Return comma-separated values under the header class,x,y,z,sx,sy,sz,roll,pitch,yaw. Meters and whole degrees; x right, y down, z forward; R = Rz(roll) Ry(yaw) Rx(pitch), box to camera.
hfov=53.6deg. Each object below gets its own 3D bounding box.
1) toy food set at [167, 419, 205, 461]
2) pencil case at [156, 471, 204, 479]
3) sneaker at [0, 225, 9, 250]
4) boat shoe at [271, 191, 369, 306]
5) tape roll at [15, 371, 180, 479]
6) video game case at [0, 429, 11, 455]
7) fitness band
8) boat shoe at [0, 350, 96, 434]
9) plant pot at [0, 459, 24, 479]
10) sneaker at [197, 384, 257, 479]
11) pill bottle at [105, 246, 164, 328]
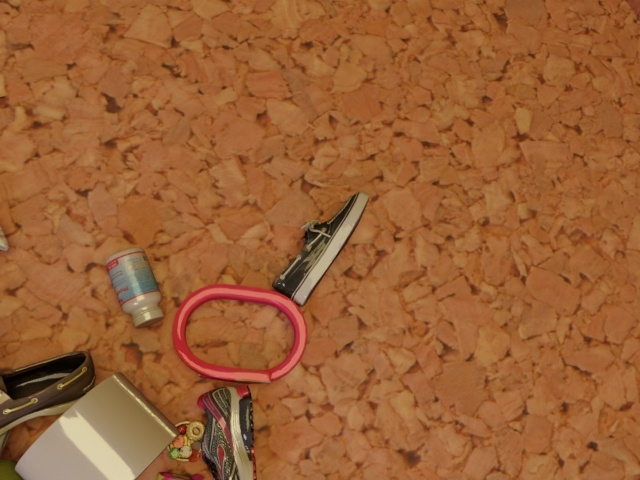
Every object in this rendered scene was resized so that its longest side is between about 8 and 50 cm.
class,x,y,z,sx,sy,sz,roll,pitch,yaw
toy food set,-0.277,0.417,1.313,0.083,0.020,0.082,-1,73,-14
pencil case,-0.295,0.567,1.220,0.105,0.104,0.236,18,70,-7
sneaker,-0.776,0.052,1.265,0.305,0.114,0.152,-41,84,-21
boat shoe,0.000,0.001,1.463,0.105,0.113,0.306,33,84,5
tape roll,-0.406,0.389,1.173,0.169,0.246,0.246,43,69,4
video game case,-0.677,0.376,1.161,0.191,0.173,0.022,-6,102,-15
fitness band,-0.174,0.203,1.383,0.291,0.054,0.208,8,69,-6
boat shoe,-0.587,0.294,1.190,0.325,0.096,0.117,-13,33,-33
plant pot,-0.567,0.547,1.098,0.275,0.274,0.293,-16,61,-17
sneaker,-0.185,0.448,1.278,0.112,0.121,0.299,-4,66,-6
pill bottle,-0.392,0.102,1.352,0.087,0.087,0.160,-21,78,-18
